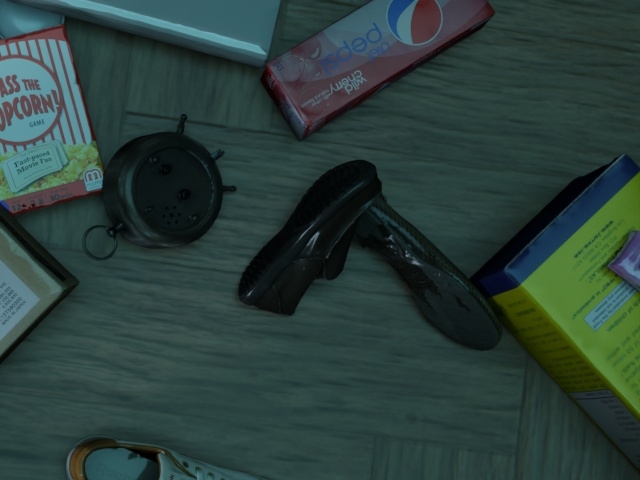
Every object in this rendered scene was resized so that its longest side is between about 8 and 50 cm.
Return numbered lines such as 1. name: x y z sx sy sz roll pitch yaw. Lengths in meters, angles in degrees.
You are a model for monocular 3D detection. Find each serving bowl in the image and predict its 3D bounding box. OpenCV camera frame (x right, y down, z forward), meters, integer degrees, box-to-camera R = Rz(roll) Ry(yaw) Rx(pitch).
1. serving bowl: -0.333 -0.256 1.839 0.083 0.027 0.083 1 83 -7

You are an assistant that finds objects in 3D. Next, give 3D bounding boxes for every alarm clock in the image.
1. alarm clock: -0.187 -0.044 1.795 0.192 0.064 0.129 -41 107 -20

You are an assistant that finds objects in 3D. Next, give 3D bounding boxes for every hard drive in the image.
1. hard drive: -0.190 -0.331 1.845 0.308 0.040 0.203 14 73 -7

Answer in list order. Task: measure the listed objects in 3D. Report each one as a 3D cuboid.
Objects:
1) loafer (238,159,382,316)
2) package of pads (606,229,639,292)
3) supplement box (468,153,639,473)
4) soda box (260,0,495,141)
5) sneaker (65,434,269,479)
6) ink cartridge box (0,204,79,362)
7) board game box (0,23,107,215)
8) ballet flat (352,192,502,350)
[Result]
1. loafer: 0.000 0.000 1.810 0.078 0.080 0.220 35 114 -21
2. package of pads: 0.349 0.032 1.698 0.083 0.032 0.050 37 82 -2
3. supplement box: 0.367 0.106 1.808 0.195 0.194 0.356 -43 91 -10
4. soda box: 0.064 -0.224 1.861 0.263 0.083 0.092 -33 89 -10
5. sneaker: -0.139 0.289 1.757 0.290 0.123 0.105 17 80 -7
6. ink cartridge box: -0.411 0.064 1.739 0.193 0.088 0.234 44 94 -2
7. board game box: -0.331 -0.130 1.802 0.147 0.045 0.193 -16 96 -9
8. ballet flat: 0.117 0.026 1.852 0.250 0.084 0.058 42 45 1
